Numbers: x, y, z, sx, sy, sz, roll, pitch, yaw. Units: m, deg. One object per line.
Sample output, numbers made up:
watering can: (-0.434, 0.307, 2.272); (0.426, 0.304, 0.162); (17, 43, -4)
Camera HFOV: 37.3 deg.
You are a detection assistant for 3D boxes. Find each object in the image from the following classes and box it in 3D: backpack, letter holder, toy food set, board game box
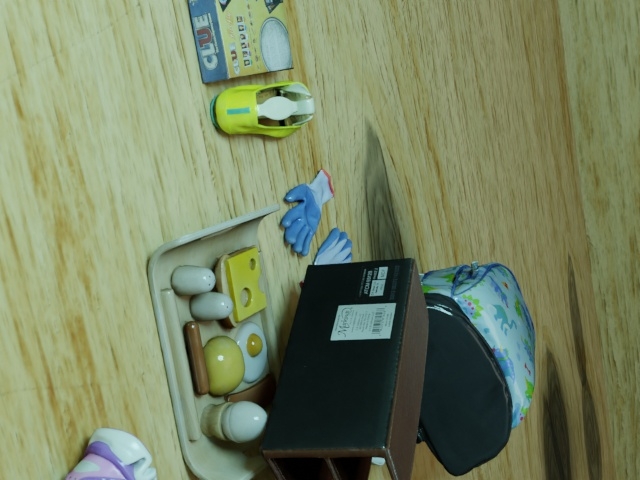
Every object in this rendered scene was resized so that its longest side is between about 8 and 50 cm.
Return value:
backpack: (0.232, 0.170, 1.558); (0.290, 0.273, 0.355); (63, 4, -2)
letter holder: (0.054, 0.205, 1.219); (0.301, 0.152, 0.214); (-76, 154, -45)
toy food set: (-0.088, 0.121, 1.163); (0.220, 0.092, 0.306); (-25, 110, -58)
board game box: (-0.110, -0.333, 1.217); (0.165, 0.042, 0.243); (-26, 109, -58)

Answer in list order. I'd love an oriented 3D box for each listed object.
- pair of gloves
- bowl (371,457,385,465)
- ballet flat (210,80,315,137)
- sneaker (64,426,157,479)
pair of gloves: (0.000, 0.000, 1.397); (0.159, 0.023, 0.198); (-53, 131, -48)
bowl: (0.062, 0.262, 1.449); (0.142, 0.053, 0.142); (50, 46, -47)
ballet flat: (-0.053, -0.176, 1.265); (0.231, 0.077, 0.077); (-19, 104, -59)
sneaker: (-0.200, 0.311, 0.967); (0.104, 0.095, 0.236); (-43, 119, -45)
